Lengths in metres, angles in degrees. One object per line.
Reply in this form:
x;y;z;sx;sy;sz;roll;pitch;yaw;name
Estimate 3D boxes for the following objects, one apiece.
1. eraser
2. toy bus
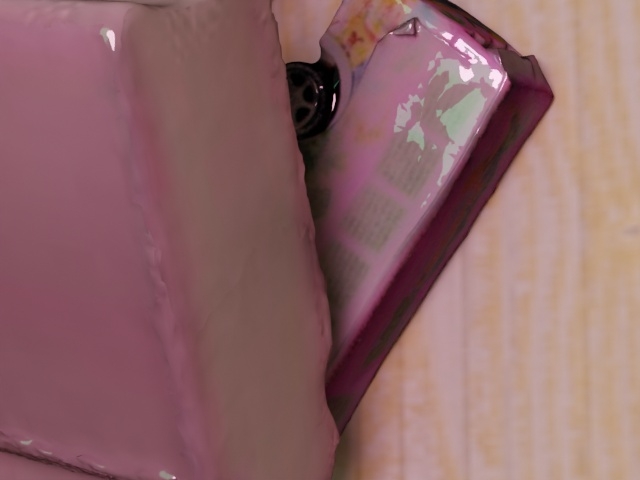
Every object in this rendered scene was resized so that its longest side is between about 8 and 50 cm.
-0.183;-0.005;0.628;0.359;0.122;0.272;9;124;27;eraser
0.000;0.000;0.693;0.112;0.090;0.274;38;109;23;toy bus
